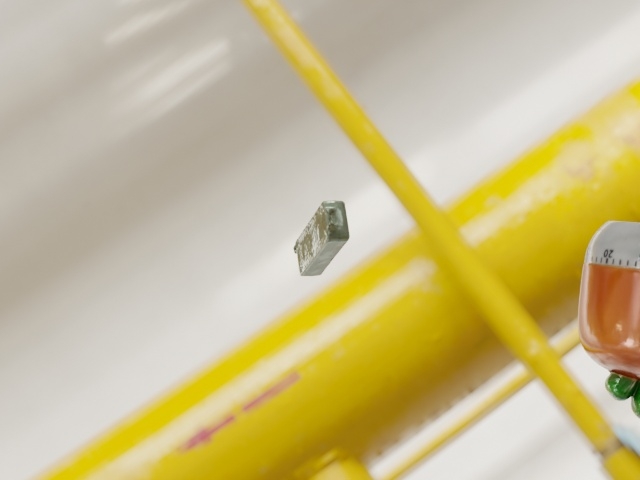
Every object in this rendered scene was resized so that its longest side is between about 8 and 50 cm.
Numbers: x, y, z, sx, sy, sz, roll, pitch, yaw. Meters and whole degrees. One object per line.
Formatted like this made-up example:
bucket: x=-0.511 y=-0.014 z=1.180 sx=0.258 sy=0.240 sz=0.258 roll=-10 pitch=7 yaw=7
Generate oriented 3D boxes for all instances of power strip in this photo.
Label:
power strip: x=0.000 y=0.000 z=1.124 sx=0.017 sy=0.027 sz=0.083 roll=-1 pitch=-20 yaw=-16

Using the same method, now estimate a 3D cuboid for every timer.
timer: x=0.211 y=0.050 z=1.097 sx=0.099 sy=0.136 sz=0.136 roll=0 pitch=-31 yaw=-4
